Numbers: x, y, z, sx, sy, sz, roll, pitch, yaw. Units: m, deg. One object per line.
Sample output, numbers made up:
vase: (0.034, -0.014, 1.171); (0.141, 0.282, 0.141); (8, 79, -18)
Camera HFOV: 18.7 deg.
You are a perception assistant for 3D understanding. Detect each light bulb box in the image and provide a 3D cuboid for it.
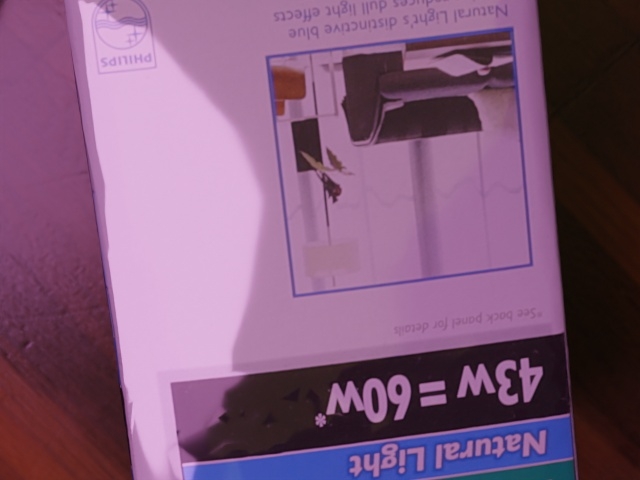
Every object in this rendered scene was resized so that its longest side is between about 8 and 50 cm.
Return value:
light bulb box: (0.000, 0.000, 1.080); (0.225, 0.358, 0.361); (-7, 103, -2)
